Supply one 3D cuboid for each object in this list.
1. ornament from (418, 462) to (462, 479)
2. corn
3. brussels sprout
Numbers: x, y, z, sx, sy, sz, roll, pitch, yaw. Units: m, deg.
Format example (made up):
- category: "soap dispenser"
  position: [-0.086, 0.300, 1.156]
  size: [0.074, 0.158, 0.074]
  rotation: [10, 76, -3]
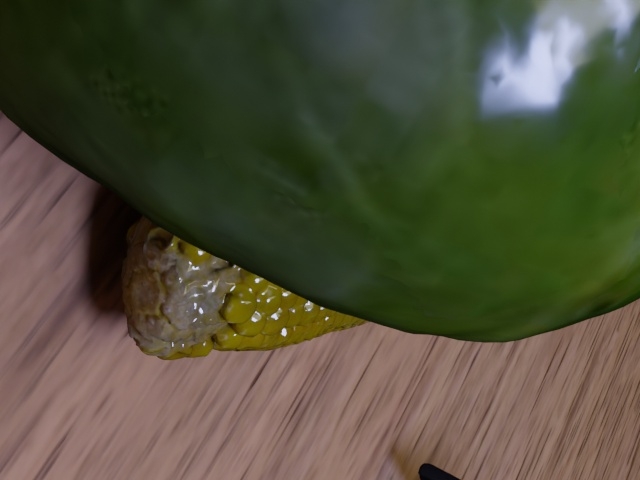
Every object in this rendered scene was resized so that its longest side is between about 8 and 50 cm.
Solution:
- category: "ornament"
  position: [0.080, 0.270, 0.854]
  size: [0.196, 0.166, 0.153]
  rotation: [-52, 151, -23]
- category: "corn"
  position: [0.000, 0.000, 0.676]
  size: [0.262, 0.097, 0.097]
  rotation: [-18, 112, -56]
- category: "brussels sprout"
  position: [0.045, -0.115, 0.532]
  size: [0.371, 0.315, 0.275]
  rotation: [-35, 133, -66]
